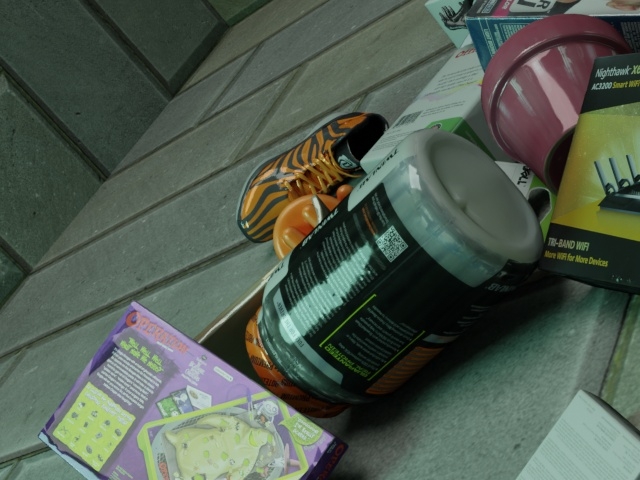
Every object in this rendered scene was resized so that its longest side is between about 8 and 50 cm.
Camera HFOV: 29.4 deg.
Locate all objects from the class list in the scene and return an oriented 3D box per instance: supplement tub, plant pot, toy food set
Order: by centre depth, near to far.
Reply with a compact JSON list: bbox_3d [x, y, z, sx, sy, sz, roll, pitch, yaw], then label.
[{"bbox_3d":[0.075,0.048,1.409,0.338,0.207,0.207,-44,15,30],"label":"supplement tub"},{"bbox_3d":[0.311,-0.147,1.486,0.201,0.201,0.180,-35,35,18],"label":"plant pot"},{"bbox_3d":[-0.074,0.092,1.621,0.306,0.219,0.092,-43,56,-2],"label":"toy food set"}]

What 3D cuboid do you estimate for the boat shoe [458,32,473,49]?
[{"bbox_3d":[0.242,-0.270,1.998,0.302,0.109,0.094,-50,19,-17],"label":"boat shoe"}]

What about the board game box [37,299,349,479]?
[{"bbox_3d":[-0.157,0.233,1.419,0.347,0.056,0.208,30,85,34],"label":"board game box"}]

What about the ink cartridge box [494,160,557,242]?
[{"bbox_3d":[0.189,-0.017,1.584,0.255,0.097,0.188,7,40,19],"label":"ink cartridge box"}]

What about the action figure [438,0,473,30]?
[{"bbox_3d":[0.276,-0.436,1.824,0.164,0.141,0.275,-20,-28,-48],"label":"action figure"}]

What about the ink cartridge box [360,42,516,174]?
[{"bbox_3d":[0.222,-0.178,1.809,0.278,0.117,0.201,-50,21,-24],"label":"ink cartridge box"}]

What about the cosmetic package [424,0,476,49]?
[{"bbox_3d":[0.346,-0.462,2.168,0.224,0.138,0.224,-48,20,-23],"label":"cosmetic package"}]

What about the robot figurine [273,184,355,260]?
[{"bbox_3d":[0.002,-0.001,1.782,0.128,0.158,0.219,3,-4,5],"label":"robot figurine"}]

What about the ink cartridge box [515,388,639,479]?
[{"bbox_3d":[0.219,0.234,1.059,0.179,0.045,0.145,-58,18,7],"label":"ink cartridge box"}]

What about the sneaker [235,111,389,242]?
[{"bbox_3d":[-0.006,-0.122,2.123,0.321,0.124,0.180,-48,19,-18],"label":"sneaker"}]

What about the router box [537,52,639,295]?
[{"bbox_3d":[0.356,-0.062,1.190,0.309,0.081,0.242,10,84,67],"label":"router box"}]

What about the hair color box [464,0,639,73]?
[{"bbox_3d":[0.387,-0.306,1.617,0.347,0.105,0.174,7,48,38],"label":"hair color box"}]
